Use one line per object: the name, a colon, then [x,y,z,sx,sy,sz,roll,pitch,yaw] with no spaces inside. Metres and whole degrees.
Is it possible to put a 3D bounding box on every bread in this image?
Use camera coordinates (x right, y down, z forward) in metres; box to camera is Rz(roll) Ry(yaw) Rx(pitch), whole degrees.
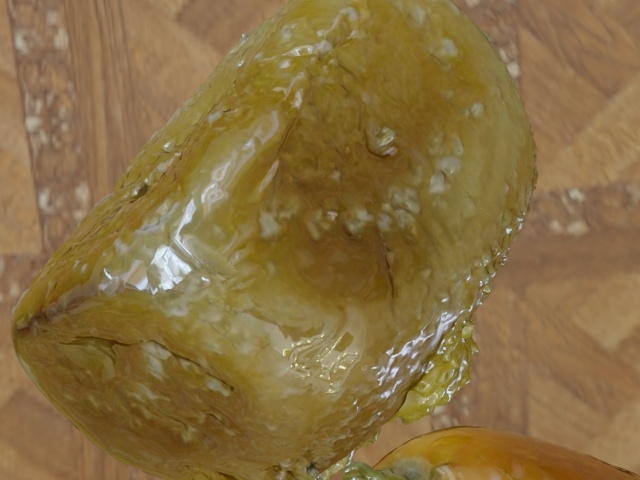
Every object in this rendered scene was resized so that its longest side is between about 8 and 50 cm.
bread: [0.000,0.000,0.878,0.176,0.246,0.195,43,148,-13]

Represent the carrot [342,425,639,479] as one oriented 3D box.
carrot: [0.085,0.095,0.362,0.225,0.067,0.067,30,110,-34]
